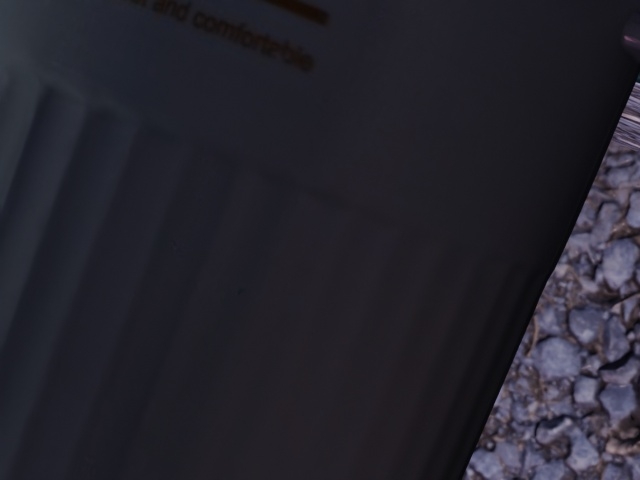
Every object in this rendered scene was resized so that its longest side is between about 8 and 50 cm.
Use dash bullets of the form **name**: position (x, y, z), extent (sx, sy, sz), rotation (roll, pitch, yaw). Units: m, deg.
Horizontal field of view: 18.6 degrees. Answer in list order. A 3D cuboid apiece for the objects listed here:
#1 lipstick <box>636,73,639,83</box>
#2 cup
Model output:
- **lipstick**: position (0.164, -0.086, 0.889), extent (0.234, 0.053, 0.053), rotation (21, -178, 31)
- **cup**: position (-0.006, -0.004, 0.741), extent (0.331, 0.311, 0.257), rotation (21, -177, -13)
